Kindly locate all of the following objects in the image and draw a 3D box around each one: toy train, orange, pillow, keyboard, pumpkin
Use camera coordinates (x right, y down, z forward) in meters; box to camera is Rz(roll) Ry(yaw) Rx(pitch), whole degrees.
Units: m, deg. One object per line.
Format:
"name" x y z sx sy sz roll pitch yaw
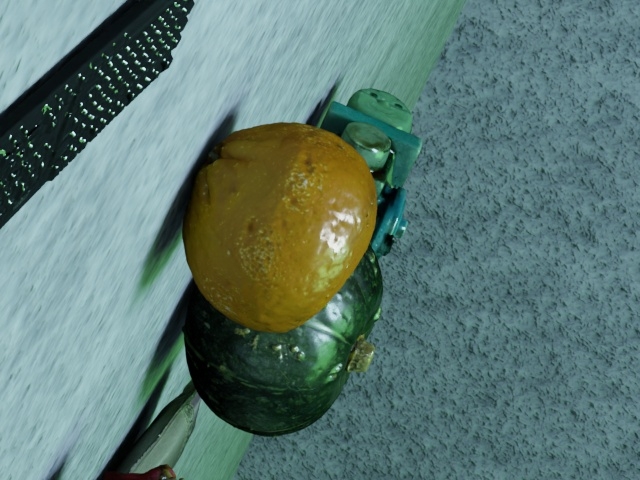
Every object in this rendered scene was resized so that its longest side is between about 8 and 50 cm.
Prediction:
"toy train" 0.000 0.000 1.773 0.194 0.120 0.298 -70 -175 -57
"orange" -0.028 -0.013 1.223 0.135 0.117 0.135 -48 -179 1
"pillow" -0.158 0.205 1.588 0.233 0.038 0.131 -53 175 -49
"keyboard" -0.093 -0.056 0.771 0.061 0.013 0.204 -65 175 32
"pumpkin" -0.027 0.060 1.517 0.190 0.146 0.190 6 90 -81

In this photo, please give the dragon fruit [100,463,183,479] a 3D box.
"dragon fruit" -0.167 0.248 1.288 0.246 0.125 0.125 -43 155 25
